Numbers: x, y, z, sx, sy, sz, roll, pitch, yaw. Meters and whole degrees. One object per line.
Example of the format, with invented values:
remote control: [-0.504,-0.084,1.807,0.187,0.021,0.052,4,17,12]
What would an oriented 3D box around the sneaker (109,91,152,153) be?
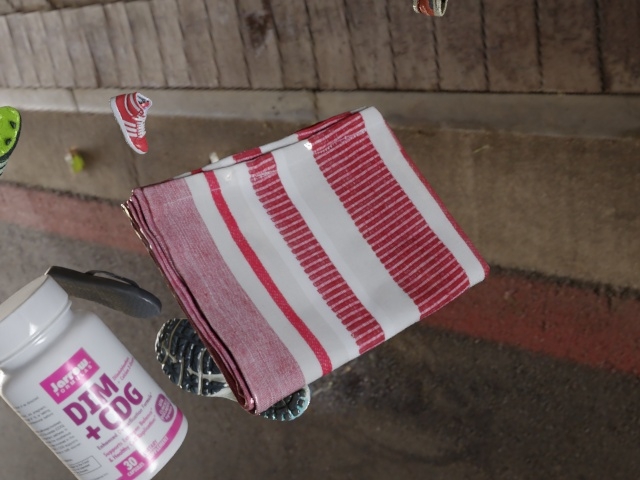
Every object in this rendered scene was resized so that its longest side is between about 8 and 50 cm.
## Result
sneaker: [-0.327,-0.214,1.681,0.067,0.042,0.118,-13,120,20]

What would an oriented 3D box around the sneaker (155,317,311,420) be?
sneaker: [-0.143,0.218,1.539,0.283,0.122,0.110,26,90,15]

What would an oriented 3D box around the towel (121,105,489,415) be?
towel: [0.000,0.000,0.923,0.237,0.329,0.037,57,144,12]

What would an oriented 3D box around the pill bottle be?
pill bottle: [-0.322,0.194,1.235,0.160,0.160,0.283,-17,116,51]

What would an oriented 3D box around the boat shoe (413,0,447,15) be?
boat shoe: [0.173,-0.380,1.301,0.043,0.049,0.137,21,91,34]

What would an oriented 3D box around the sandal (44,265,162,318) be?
sandal: [-0.425,0.087,1.823,0.255,0.054,0.097,15,146,16]

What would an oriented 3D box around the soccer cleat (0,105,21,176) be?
soccer cleat: [-0.506,-0.126,1.419,0.178,0.060,0.072,-63,13,10]
